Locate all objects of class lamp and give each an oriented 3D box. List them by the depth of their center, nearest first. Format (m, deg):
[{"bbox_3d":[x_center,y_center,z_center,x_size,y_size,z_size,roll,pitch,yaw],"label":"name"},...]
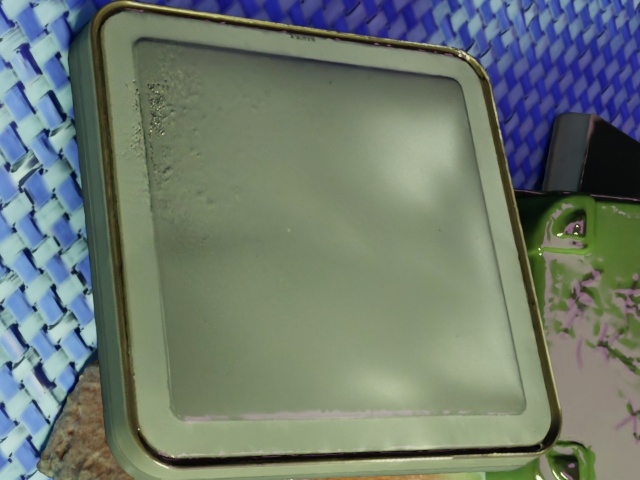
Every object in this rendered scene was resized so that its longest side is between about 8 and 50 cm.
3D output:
[{"bbox_3d":[0.000,0.000,0.741,0.269,0.047,0.266,3,64,-28],"label":"lamp"}]

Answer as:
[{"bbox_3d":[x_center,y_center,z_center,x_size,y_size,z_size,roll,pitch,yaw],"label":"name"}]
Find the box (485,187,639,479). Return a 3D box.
[{"bbox_3d":[0.235,0.087,0.954,0.329,0.178,0.252,4,85,-19],"label":"box"}]

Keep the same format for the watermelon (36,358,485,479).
[{"bbox_3d":[-0.036,0.096,0.789,0.257,0.193,0.140,-11,107,-30],"label":"watermelon"}]

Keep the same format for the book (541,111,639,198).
[{"bbox_3d":[0.255,0.103,1.134,0.260,0.043,0.371,21,76,-45],"label":"book"}]
